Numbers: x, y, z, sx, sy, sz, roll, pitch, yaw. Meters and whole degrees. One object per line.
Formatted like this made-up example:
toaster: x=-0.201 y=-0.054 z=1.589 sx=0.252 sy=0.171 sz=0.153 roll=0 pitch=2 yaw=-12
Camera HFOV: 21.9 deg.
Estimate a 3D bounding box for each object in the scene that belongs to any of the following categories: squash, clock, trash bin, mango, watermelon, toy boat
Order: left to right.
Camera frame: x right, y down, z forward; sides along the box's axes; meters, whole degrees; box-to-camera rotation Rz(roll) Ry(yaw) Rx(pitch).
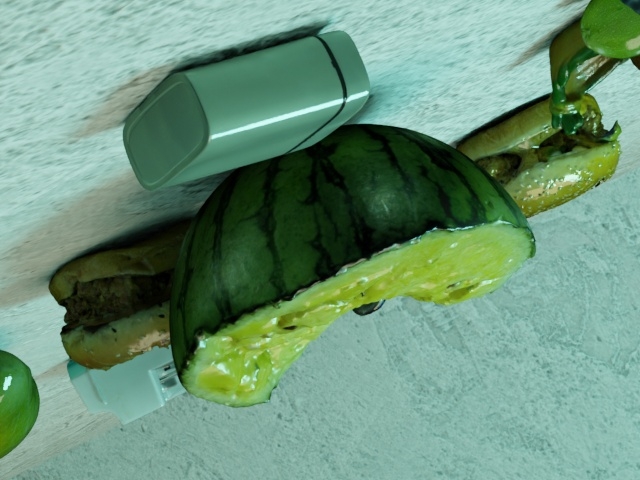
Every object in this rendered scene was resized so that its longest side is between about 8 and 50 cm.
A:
mango: x=-0.377 y=0.185 z=1.795 sx=0.156 sy=0.114 sz=0.251 roll=-15 pitch=171 yaw=-19
clock: x=-0.189 y=0.161 z=2.307 sx=0.262 sy=0.116 sz=0.231 roll=-25 pitch=174 yaw=10
trash bin: x=-0.050 y=-0.085 z=1.096 sx=0.130 sy=0.059 sz=0.116 roll=-19 pitch=171 yaw=-33
watermelon: x=0.000 y=0.000 z=1.427 sx=0.331 sy=0.189 sz=0.331 roll=-24 pitch=158 yaw=-10
toy boat: x=0.278 y=-0.171 z=1.488 sx=0.089 sy=0.088 sz=0.229 roll=-18 pitch=171 yaw=-39
squash: x=0.309 y=-0.212 z=1.375 sx=0.201 sy=0.066 sz=0.066 roll=-26 pitch=173 yaw=7

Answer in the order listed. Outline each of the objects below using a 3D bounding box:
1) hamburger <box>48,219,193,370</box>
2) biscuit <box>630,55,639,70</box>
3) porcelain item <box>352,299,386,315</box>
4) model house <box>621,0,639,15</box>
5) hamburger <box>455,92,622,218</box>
hamburger: x=-0.162 y=0.057 z=1.574 sx=0.177 sy=0.113 sz=0.185 roll=-26 pitch=173 yaw=3
biscuit: x=0.384 y=-0.223 z=1.577 sx=0.212 sy=0.036 sz=0.212 roll=-23 pitch=161 yaw=-8
porcelain item: x=0.006 y=0.017 z=1.814 sx=0.288 sy=0.138 sz=0.186 roll=-27 pitch=-176 yaw=30
model house: x=0.332 y=-0.189 z=1.158 sx=0.241 sy=0.226 sz=0.261 roll=7 pitch=164 yaw=-12
hamburger: x=0.246 y=-0.091 z=1.909 sx=0.191 sy=0.118 sz=0.182 roll=-16 pitch=166 yaw=-32
